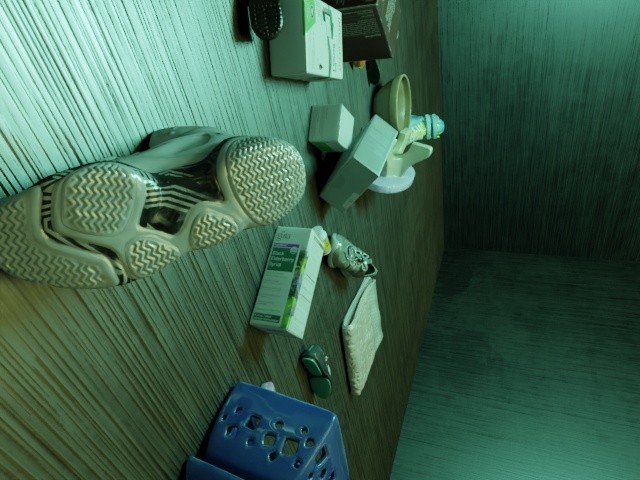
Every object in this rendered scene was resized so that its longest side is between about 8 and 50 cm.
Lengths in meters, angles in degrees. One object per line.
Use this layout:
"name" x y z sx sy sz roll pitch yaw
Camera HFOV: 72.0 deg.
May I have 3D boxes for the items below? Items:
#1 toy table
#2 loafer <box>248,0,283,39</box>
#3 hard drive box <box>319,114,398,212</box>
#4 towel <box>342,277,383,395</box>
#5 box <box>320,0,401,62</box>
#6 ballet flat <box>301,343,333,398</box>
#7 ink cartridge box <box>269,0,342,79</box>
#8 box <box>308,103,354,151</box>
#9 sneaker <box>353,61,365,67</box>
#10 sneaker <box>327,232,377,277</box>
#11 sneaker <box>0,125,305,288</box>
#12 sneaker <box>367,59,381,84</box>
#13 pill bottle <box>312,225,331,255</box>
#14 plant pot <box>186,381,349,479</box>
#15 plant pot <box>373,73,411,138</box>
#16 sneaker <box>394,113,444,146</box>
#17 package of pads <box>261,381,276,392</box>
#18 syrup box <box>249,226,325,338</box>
"toy table" 0.250 -0.289 1.543 0.274 0.252 0.161 -60 163 -55
"loafer" -0.112 -0.488 0.840 0.078 0.080 0.220 -154 -116 -79
"hard drive box" 0.109 -0.219 1.253 0.181 0.089 0.232 -45 -167 47
"towel" 0.162 0.352 1.652 0.317 0.053 0.332 -54 141 -51
"box" 0.112 -0.626 1.205 0.203 0.166 0.169 41 56 -62
"ballet flat" 0.000 0.366 1.247 0.074 0.074 0.203 -62 145 -44
"ink cartridge box" -0.027 -0.452 1.002 0.219 0.092 0.160 -34 125 -61
"box" 0.030 -0.297 1.173 0.101 0.087 0.102 17 79 -67
"sneaker" 0.130 -0.633 1.408 0.067 0.064 0.175 86 19 -75
"sneaker" 0.103 0.049 1.370 0.281 0.115 0.105 38 60 -63
"sneaker" -0.219 -0.061 0.578 0.365 0.210 0.138 -20 117 -28
"sneaker" 0.192 -0.642 1.541 0.089 0.051 0.170 -59 142 -39
"pill bottle" 0.000 0.000 1.211 0.083 0.043 0.043 71 32 -43
"plant pot" -0.099 0.446 0.828 0.212 0.235 0.236 -46 136 -49
"plant pot" 0.268 -0.502 1.672 0.237 0.109 0.238 4 90 -67
"sneaker" 0.421 -0.477 1.915 0.319 0.208 0.127 -55 144 -50
"package of pads" -0.116 0.364 0.983 0.083 0.031 0.050 -97 175 -61
"syrup box" -0.070 0.092 0.997 0.096 0.093 0.237 51 48 -58
